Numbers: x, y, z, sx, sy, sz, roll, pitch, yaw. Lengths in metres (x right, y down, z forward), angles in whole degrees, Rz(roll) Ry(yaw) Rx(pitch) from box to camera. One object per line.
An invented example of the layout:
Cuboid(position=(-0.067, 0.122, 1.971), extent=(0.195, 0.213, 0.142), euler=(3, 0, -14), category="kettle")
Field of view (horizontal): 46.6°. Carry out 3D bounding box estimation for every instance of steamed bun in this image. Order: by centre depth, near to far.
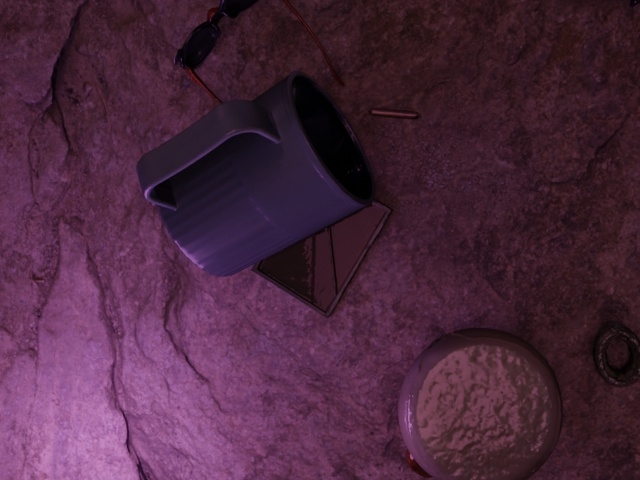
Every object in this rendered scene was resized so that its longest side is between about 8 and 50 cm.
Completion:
Cuboid(position=(0.275, 0.291, 1.305), extent=(0.283, 0.177, 0.283), euler=(0, 90, 3), category="steamed bun")

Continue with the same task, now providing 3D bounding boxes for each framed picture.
Cuboid(position=(0.000, 0.000, 1.426), extent=(0.184, 0.016, 0.250), euler=(31, 102, 8), category="framed picture")

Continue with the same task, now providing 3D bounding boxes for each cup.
Cuboid(position=(-0.111, -0.096, 1.274), extent=(0.311, 0.331, 0.257), euler=(-29, 95, 22), category="cup")

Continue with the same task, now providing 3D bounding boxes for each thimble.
Cuboid(position=(0.520, 0.197, 1.301), extent=(0.084, 0.062, 0.110), euler=(-14, 92, 15), category="thimble")

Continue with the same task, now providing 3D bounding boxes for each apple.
Cuboid(position=(0.201, 0.398, 1.393), extent=(0.084, 0.071, 0.084), euler=(4, 104, 16), category="apple")

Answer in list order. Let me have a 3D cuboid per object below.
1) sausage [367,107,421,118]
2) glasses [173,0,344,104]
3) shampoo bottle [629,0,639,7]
Cuboid(position=(0.136, -0.234, 1.370), extent=(0.100, 0.015, 0.015), euler=(7, 97, 13), category="sausage")
Cuboid(position=(-0.109, -0.328, 1.366), extent=(0.268, 0.118, 0.234), euler=(46, 102, 5), category="glasses")
Cuboid(position=(0.419, -0.480, 1.236), extent=(0.284, 0.101, 0.101), euler=(35, 102, 7), category="shampoo bottle")
